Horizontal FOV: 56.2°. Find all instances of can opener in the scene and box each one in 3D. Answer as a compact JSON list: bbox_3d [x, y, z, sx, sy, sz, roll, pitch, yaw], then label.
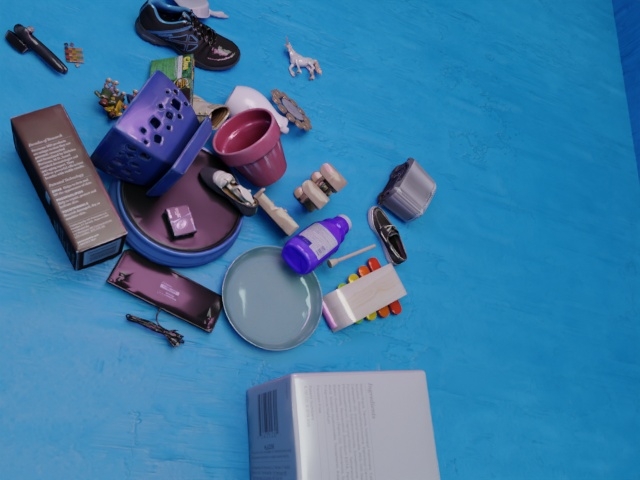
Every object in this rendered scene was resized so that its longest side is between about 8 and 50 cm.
[{"bbox_3d":[-0.803,-0.546,1.714,0.186,0.073,0.059,38,20,-13],"label":"can opener"}]

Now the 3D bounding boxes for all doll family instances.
[{"bbox_3d":[-0.569,-0.383,1.754,0.193,0.076,0.111,20,59,-23],"label":"doll family"}]

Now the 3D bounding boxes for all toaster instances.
[{"bbox_3d":[0.303,-0.167,2.089,0.146,0.129,0.227,39,57,-12],"label":"toaster"}]

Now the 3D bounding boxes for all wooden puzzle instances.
[{"bbox_3d":[-0.729,-0.549,1.773,0.049,0.006,0.083,-4,73,-29],"label":"wooden puzzle"}]

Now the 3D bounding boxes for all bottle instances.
[{"bbox_3d":[0.000,0.000,1.862,0.118,0.092,0.283,45,41,6],"label":"bottle"}]

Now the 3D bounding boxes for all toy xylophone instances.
[{"bbox_3d":[0.136,0.147,1.909,0.323,0.081,0.236,-14,78,-31],"label":"toy xylophone"}]

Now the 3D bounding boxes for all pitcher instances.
[{"bbox_3d":[-0.196,-0.399,1.895,0.207,0.178,0.125,30,92,-17],"label":"pitcher"}]

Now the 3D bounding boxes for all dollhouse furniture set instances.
[{"bbox_3d":[-0.067,-0.153,1.848,0.242,0.212,0.161,-43,96,-6],"label":"dollhouse furniture set"}]

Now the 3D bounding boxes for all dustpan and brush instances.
[{"bbox_3d":[-0.397,-0.772,1.994,0.211,0.060,0.147,-13,48,-34],"label":"dustpan and brush"}]

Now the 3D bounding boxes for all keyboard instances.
[{"bbox_3d":[-0.432,0.171,1.637,0.317,0.033,0.201,30,54,-14],"label":"keyboard"}]

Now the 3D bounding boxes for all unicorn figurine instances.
[{"bbox_3d":[-0.073,-0.633,2.121,0.162,0.060,0.111,11,65,-41],"label":"unicorn figurine"}]

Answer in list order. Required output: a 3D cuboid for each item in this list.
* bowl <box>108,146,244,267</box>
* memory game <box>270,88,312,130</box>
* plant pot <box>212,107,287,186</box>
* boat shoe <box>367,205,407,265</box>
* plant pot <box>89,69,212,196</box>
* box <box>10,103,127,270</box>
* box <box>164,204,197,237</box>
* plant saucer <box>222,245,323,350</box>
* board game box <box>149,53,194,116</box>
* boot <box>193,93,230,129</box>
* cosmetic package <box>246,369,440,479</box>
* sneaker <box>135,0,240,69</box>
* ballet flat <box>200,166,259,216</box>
[{"bbox_3d":[-0.402,-0.116,1.725,0.391,0.077,0.390,12,63,-24],"label":"bowl"},{"bbox_3d":[-0.096,-0.435,1.997,0.186,0.012,0.186,39,24,-21],"label":"memory game"},{"bbox_3d":[-0.195,-0.266,1.805,0.201,0.201,0.180,-64,143,-30],"label":"plant pot"},{"bbox_3d":[0.234,-0.024,2.032,0.078,0.070,0.219,-21,81,-32],"label":"boat shoe"},{"bbox_3d":[-0.438,-0.266,1.589,0.212,0.236,0.236,37,56,-19],"label":"plant pot"},{"bbox_3d":[-0.647,-0.132,1.543,0.143,0.191,0.381,-24,83,-27],"label":"box"},{"bbox_3d":[-0.384,-0.053,1.648,0.067,0.018,0.083,-13,76,-33],"label":"box"},{"bbox_3d":[-0.144,0.171,1.779,0.318,0.044,0.317,10,66,-24],"label":"plant saucer"},{"bbox_3d":[-0.448,-0.458,1.797,0.136,0.030,0.259,-9,55,5],"label":"board game box"},{"bbox_3d":[-0.392,-0.363,1.787,0.165,0.077,0.213,23,48,31],"label":"boot"},{"bbox_3d":[0.049,0.526,1.573,0.394,0.329,0.327,4,68,-25],"label":"cosmetic package"},{"bbox_3d":[-0.408,-0.650,1.899,0.341,0.140,0.125,15,65,-22],"label":"sneaker"},{"bbox_3d":[-0.256,-0.153,1.733,0.203,0.074,0.074,42,58,-6],"label":"ballet flat"}]
